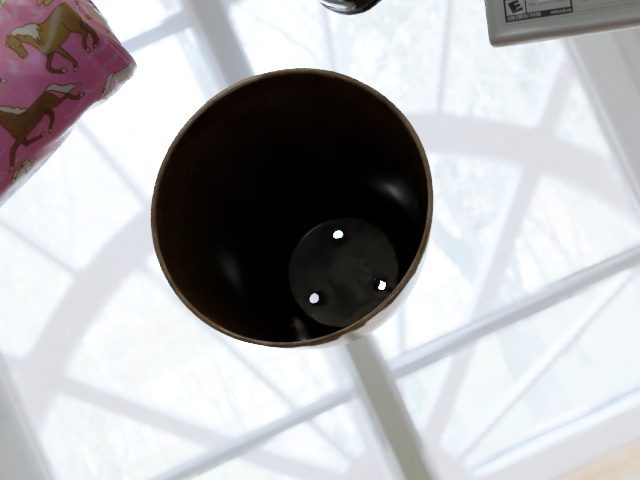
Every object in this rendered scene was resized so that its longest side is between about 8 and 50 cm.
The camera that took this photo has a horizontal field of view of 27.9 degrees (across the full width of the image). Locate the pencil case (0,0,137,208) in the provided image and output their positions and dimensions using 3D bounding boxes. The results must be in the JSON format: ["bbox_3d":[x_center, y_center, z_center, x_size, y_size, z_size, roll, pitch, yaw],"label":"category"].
[{"bbox_3d":[-0.335,-0.078,1.178,0.386,0.160,0.167,-49,44,0],"label":"pencil case"}]

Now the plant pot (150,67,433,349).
[{"bbox_3d":[0.000,0.000,1.058,0.215,0.215,0.230,-24,-18,5],"label":"plant pot"}]

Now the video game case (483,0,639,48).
[{"bbox_3d":[0.248,-0.282,1.115,0.227,0.206,0.026,-7,-11,11],"label":"video game case"}]

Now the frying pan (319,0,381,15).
[{"bbox_3d":[-0.021,-0.282,1.000,0.053,0.197,0.326,-6,18,-30],"label":"frying pan"}]
